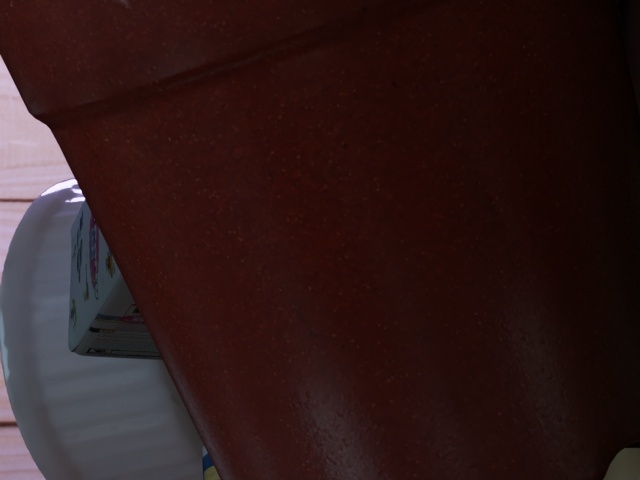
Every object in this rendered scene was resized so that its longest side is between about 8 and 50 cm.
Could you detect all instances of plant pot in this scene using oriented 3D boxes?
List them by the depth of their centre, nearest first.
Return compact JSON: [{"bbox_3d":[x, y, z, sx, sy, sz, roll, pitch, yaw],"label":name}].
[{"bbox_3d":[0.020,-0.030,0.762,0.272,0.272,0.265,-158,48,-76],"label":"plant pot"}]

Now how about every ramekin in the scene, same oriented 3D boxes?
[{"bbox_3d":[-0.111,0.075,1.437,0.277,0.135,0.277,32,-127,-55],"label":"ramekin"}]

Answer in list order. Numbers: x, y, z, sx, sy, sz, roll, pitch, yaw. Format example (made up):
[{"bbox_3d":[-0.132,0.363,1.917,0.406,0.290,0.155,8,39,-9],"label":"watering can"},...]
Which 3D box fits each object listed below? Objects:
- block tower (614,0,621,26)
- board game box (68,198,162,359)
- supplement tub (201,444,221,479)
[{"bbox_3d":[0.088,-0.033,0.927,0.091,0.097,0.336,-148,61,-75],"label":"block tower"},{"bbox_3d":[-0.034,0.011,1.173,0.303,0.224,0.098,139,133,-72],"label":"board game box"},{"bbox_3d":[-0.001,0.212,1.192,0.144,0.144,0.200,126,143,-68],"label":"supplement tub"}]
